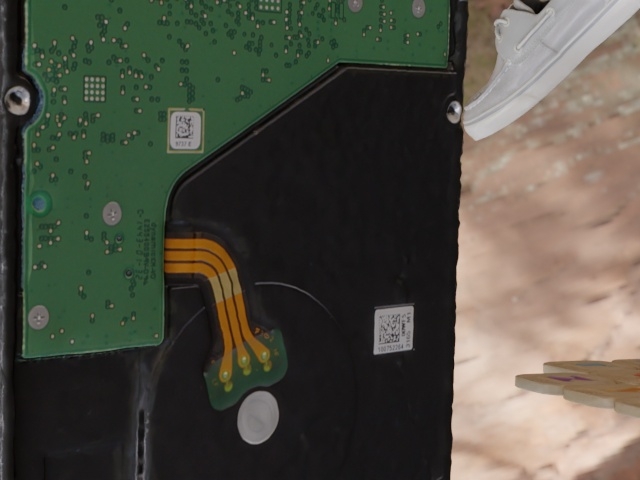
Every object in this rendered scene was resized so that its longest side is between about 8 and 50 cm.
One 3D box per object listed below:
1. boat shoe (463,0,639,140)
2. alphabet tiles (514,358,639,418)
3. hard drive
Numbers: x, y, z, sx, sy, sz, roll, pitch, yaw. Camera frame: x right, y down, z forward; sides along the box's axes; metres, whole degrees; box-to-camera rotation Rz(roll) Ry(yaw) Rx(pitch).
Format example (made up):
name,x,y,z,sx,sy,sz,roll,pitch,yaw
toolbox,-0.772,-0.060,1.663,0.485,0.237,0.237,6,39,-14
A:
name,x,y,z,sx,sy,sz,roll,pitch,yaw
boat shoe,0.155,-0.145,0.973,0.184,0.063,0.066,-43,-173,33
alphabet tiles,0.299,0.116,1.040,0.278,0.021,0.284,1,-177,-29
hard drive,-0.043,0.018,0.583,0.237,0.339,0.064,-4,-171,-41
